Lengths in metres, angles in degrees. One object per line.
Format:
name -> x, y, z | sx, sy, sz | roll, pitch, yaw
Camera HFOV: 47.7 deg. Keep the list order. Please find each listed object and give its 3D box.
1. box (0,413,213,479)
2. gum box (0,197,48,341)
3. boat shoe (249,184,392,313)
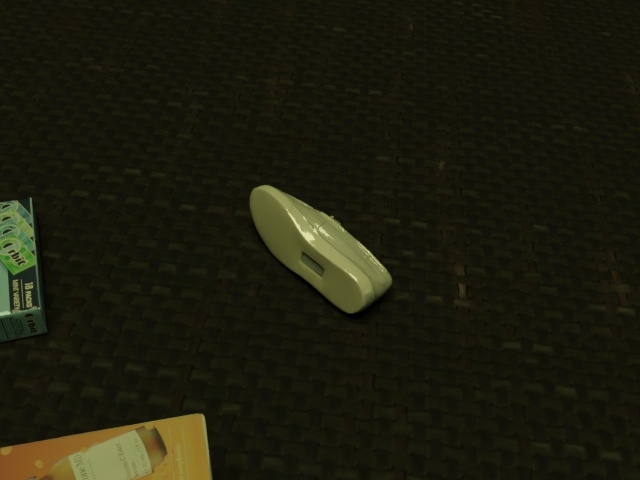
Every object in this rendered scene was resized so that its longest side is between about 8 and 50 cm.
box -> -0.159, 0.216, 0.522 | 0.170, 0.091, 0.130 | -8, 48, -13
gum box -> -0.370, 0.038, 0.706 | 0.184, 0.041, 0.157 | -10, 48, -16
boat shoe -> 0.000, 0.000, 0.764 | 0.184, 0.066, 0.063 | 37, 40, 29
